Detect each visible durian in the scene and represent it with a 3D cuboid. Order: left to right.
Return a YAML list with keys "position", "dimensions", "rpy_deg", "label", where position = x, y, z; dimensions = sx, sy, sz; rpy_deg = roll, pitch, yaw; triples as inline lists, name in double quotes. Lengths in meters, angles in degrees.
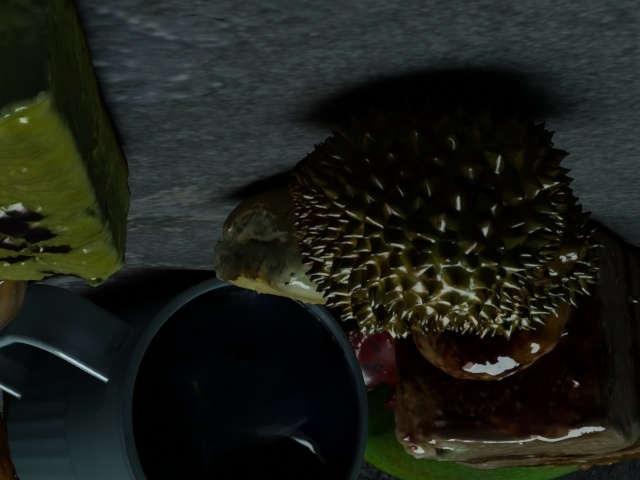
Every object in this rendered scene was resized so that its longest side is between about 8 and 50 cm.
- position: [0.063, -0.011, 0.687]
  dimensions: [0.168, 0.137, 0.158]
  rpy_deg: [8, 153, 14]
  label: "durian"

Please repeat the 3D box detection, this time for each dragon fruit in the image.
- position: [0.081, 0.115, 1.364]
  dimensions: [0.192, 0.122, 0.092]
  rpy_deg: [-47, -179, 41]
  label: "dragon fruit"

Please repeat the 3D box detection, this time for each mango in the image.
- position: [0.193, 0.164, 1.399]
  dimensions: [0.382, 0.201, 0.225]
  rpy_deg: [-22, -175, 27]
  label: "mango"

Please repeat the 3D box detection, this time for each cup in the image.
- position: [-0.175, 0.179, 1.297]
  dimensions: [0.331, 0.256, 0.311]
  rpy_deg: [2, 170, -34]
  label: "cup"

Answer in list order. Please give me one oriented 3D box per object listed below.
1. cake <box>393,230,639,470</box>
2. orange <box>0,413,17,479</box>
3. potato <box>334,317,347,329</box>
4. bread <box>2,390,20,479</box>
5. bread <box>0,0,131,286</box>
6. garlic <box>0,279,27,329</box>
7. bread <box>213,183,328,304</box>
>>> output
- position: [0.177, 0.095, 1.121]
  dimensions: [0.196, 0.198, 0.293]
  rpy_deg: [-5, 169, 23]
  label: "cake"
- position: [-0.537, 0.288, 1.545]
  dimensions: [0.341, 0.340, 0.293]
  rpy_deg: [-9, 174, 29]
  label: "orange"
- position: [-0.027, 0.160, 1.573]
  dimensions: [0.195, 0.176, 0.369]
  rpy_deg: [39, 166, 11]
  label: "potato"
- position: [-0.326, 0.215, 1.624]
  dimensions: [0.104, 0.199, 0.199]
  rpy_deg: [-2, 171, -27]
  label: "bread"
- position: [-0.164, -0.038, 0.587]
  dimensions: [0.138, 0.077, 0.361]
  rpy_deg: [-1, 170, -4]
  label: "bread"
- position: [-0.282, 0.027, 0.915]
  dimensions: [0.196, 0.087, 0.101]
  rpy_deg: [-2, 157, 11]
  label: "garlic"
- position: [-0.001, 0.001, 0.864]
  dimensions: [0.106, 0.082, 0.125]
  rpy_deg: [14, 173, -28]
  label: "bread"
